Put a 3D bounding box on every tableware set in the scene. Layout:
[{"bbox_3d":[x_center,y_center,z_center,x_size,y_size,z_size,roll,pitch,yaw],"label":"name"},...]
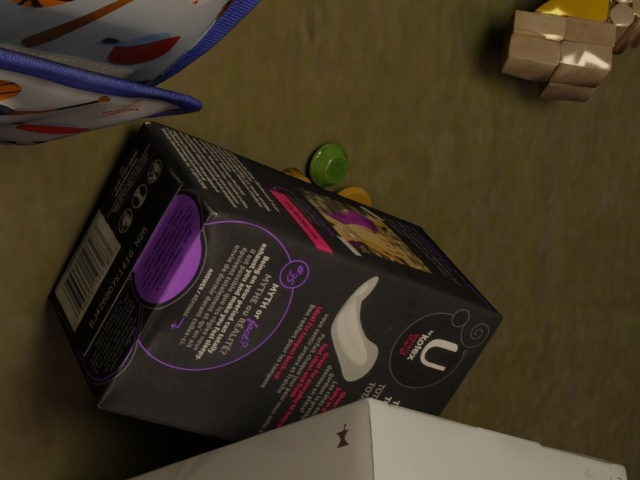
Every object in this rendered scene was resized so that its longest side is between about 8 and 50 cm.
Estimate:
[{"bbox_3d":[0.000,0.000,1.066,0.104,0.024,0.154,-34,128,-21],"label":"tableware set"}]

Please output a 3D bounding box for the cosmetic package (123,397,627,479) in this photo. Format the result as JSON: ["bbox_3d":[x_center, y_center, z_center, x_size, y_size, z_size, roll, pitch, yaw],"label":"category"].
[{"bbox_3d":[-0.002,0.229,0.978,0.284,0.377,0.097,22,55,-40],"label":"cosmetic package"}]

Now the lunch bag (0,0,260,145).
[{"bbox_3d":[-0.167,-0.191,0.643,0.385,0.239,0.328,-41,159,23],"label":"lunch bag"}]

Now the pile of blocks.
[{"bbox_3d":[0.289,-0.238,1.115,0.362,0.149,0.112,-29,171,-10],"label":"pile of blocks"}]

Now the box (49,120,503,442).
[{"bbox_3d":[-0.032,0.050,0.958,0.270,0.143,0.165,21,108,-35],"label":"box"}]
